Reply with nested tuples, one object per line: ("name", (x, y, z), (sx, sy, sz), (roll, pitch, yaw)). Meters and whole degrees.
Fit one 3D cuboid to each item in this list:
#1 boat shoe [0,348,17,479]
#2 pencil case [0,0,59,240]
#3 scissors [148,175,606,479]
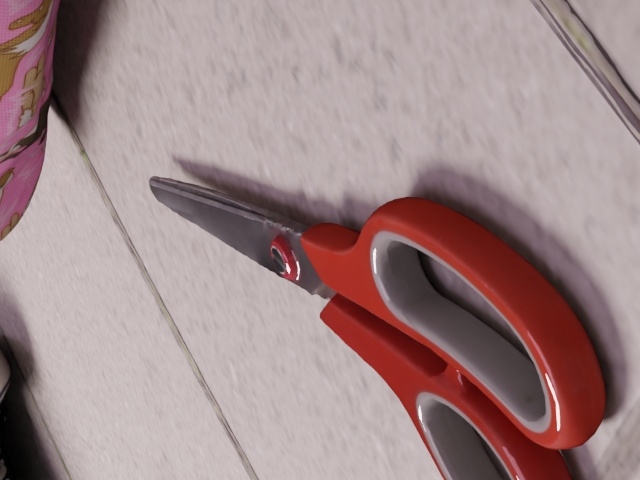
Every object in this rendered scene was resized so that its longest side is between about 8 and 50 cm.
("boat shoe", (-0.265, 0.167, 1.233), (0.158, 0.127, 0.340), (62, 166, -6))
("pencil case", (-0.177, -0.126, 0.657), (0.386, 0.160, 0.167), (115, 159, -63))
("scissors", (0.000, 0.000, 0.551), (0.297, 0.021, 0.109), (43, 150, 49))
